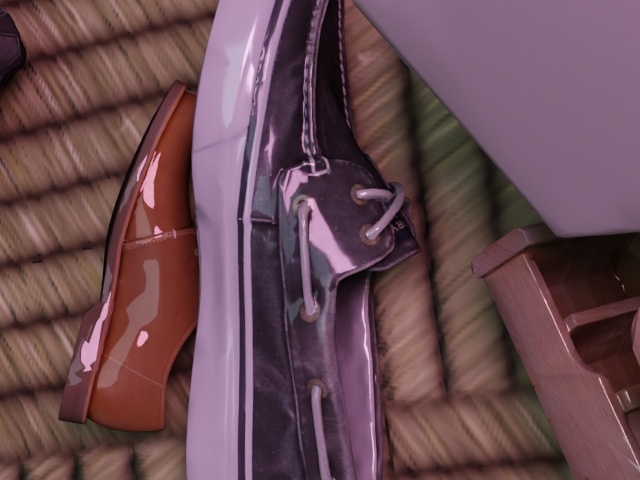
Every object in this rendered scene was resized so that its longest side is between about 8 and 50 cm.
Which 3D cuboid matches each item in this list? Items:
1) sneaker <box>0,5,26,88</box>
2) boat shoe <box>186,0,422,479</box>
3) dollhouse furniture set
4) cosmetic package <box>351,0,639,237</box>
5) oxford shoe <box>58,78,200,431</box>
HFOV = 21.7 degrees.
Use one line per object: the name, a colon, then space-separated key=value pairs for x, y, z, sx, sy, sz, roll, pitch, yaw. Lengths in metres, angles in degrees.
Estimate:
sneaker: x=-0.283 y=-0.078 z=1.067 sx=0.276 sy=0.135 sz=0.097 roll=-31 pitch=85 yaw=43
boat shoe: x=0.000 y=0.000 z=0.929 sx=0.119 sy=0.121 sz=0.335 roll=4 pitch=98 yaw=17
dollhouse furniture set: x=0.209 y=0.023 z=0.769 sx=0.242 sy=0.212 sz=0.161 roll=-38 pitch=70 yaw=46
cosmetic package: x=0.222 y=-0.143 z=0.573 sx=0.161 sy=0.453 sz=0.230 roll=46 pitch=69 yaw=-16
oxford shoe: x=-0.095 y=0.011 z=0.996 sx=0.076 sy=0.076 sz=0.212 roll=14 pitch=89 yaw=-5
